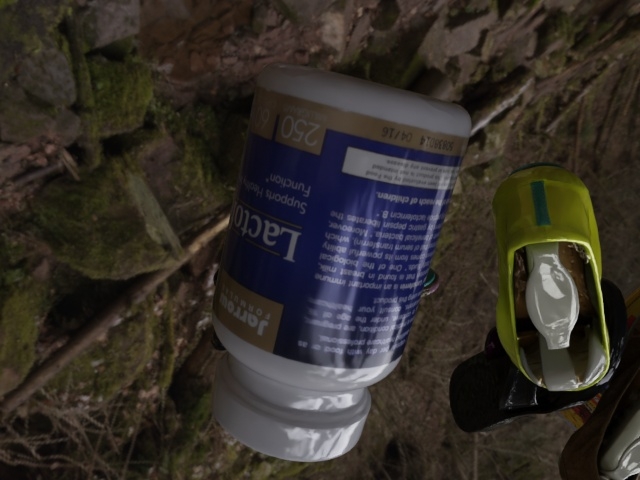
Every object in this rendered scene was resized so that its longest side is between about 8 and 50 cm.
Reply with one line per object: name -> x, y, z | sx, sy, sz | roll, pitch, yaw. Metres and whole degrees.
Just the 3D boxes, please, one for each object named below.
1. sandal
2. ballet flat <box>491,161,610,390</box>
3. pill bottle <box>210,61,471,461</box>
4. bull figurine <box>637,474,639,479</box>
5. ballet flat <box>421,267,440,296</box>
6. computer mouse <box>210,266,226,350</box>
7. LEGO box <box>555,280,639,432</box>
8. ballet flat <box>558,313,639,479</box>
sandal -> 0.313, 0.210, 0.938 | 0.107, 0.167, 0.445 | 6, 143, -18
ballet flat -> 0.159, 0.055, 0.396 | 0.077, 0.231, 0.077 | -10, -141, 18
pill bottle -> 0.003, 0.015, 0.434 | 0.153, 0.153, 0.264 | -11, 118, -59
bull figurine -> 0.747, 0.459, 1.097 | 0.310, 0.188, 0.101 | -28, 163, -5
ballet flat -> 0.071, 0.064, 0.840 | 0.222, 0.079, 0.077 | 7, -146, 32
computer mouse -> 0.000, 0.000, 0.617 | 0.272, 0.072, 0.188 | -40, -155, 16
LEGO box -> 0.672, 0.156, 1.093 | 0.500, 0.193, 0.372 | -38, 158, -9
ballet flat -> 0.463, 0.225, 0.815 | 0.342, 0.116, 0.124 | -53, -176, -4
